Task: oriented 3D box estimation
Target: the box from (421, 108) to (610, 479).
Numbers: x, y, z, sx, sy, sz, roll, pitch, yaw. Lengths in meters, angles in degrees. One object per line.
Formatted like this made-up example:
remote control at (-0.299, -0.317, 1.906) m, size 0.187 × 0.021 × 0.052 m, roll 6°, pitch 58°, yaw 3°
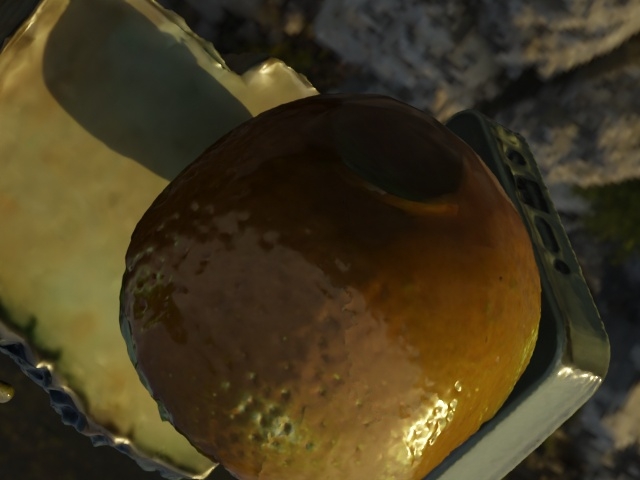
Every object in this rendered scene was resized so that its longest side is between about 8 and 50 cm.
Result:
box at (0.125, 0.102, 1.857) m, size 0.111 × 0.396 × 0.396 m, roll 20°, pitch 127°, yaw -33°

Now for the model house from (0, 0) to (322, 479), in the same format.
model house at (-0.246, -0.051, 1.650) m, size 0.445 × 0.395 × 0.400 m, roll 39°, pitch 170°, yaw -32°

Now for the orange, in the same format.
orange at (0.027, 0.021, 1.115) m, size 0.262 × 0.334 × 0.196 m, roll 50°, pitch 121°, yaw 7°

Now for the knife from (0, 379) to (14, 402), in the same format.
knife at (-0.417, 0.083, 1.416) m, size 0.343 × 0.027 × 0.061 m, roll 26°, pitch 155°, yaw -35°
